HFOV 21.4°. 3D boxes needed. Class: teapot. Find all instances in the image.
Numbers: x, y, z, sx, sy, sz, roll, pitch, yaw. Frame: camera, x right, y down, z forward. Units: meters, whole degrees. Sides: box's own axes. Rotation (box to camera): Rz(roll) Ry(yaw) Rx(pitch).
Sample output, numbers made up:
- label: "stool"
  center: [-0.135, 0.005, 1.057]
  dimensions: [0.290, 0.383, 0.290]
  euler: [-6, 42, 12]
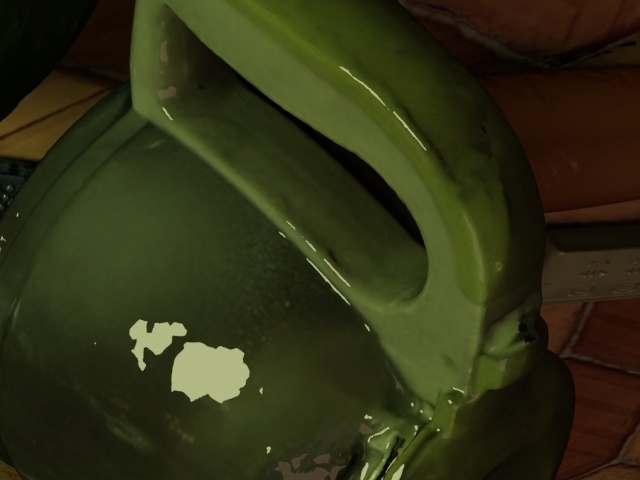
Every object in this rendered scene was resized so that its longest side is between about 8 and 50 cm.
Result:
- label: "teapot"
  center: [0.008, 0.024, 0.757]
  dimensions: [0.239, 0.239, 0.322]
  euler: [-9, 126, -53]

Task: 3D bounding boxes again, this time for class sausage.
- label: "sausage"
  center: [0.095, -0.054, 0.968]
  dimensions: [0.289, 0.086, 0.086]
  euler: [-7, 145, -17]

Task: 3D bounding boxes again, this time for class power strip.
- label: "power strip"
  center: [0.229, 0.012, 1.176]
  dimensions: [0.252, 0.027, 0.060]
  euler: [-4, 144, -20]

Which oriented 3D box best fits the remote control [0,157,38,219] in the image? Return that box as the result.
- label: "remote control"
  center: [-0.168, -0.028, 0.937]
  dimensions: [0.152, 0.027, 0.043]
  euler: [6, 146, -29]

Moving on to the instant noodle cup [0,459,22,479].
- label: "instant noodle cup"
  center: [-0.264, 0.148, 0.911]
  dimensions: [0.254, 0.326, 0.325]
  euler: [0, 144, -39]

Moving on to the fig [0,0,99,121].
- label: "fig"
  center: [-0.172, -0.087, 0.662]
  dimensions: [0.203, 0.235, 0.203]
  euler: [-8, 146, -6]
